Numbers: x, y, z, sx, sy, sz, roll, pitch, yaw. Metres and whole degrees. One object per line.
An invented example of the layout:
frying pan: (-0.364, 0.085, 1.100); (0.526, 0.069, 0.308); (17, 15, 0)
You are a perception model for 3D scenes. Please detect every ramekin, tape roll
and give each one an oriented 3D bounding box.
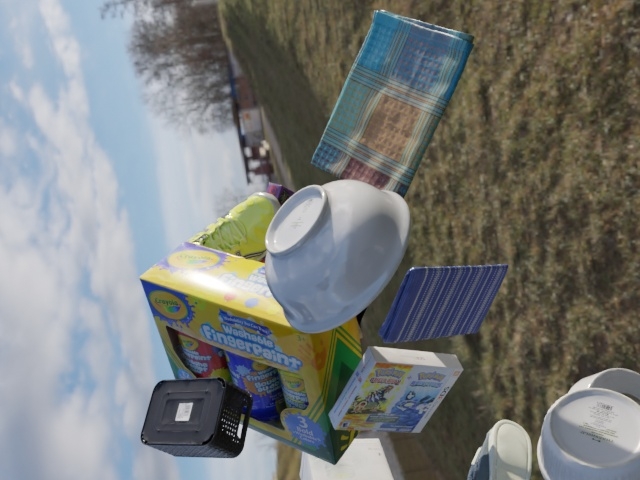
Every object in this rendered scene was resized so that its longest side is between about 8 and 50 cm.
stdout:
ramekin: (0.485, 0.357, 1.253); (0.207, 0.207, 0.109); (-101, -5, -52)
tape roll: (0.781, 0.484, 1.871); (0.100, 0.286, 0.286); (128, 138, -59)

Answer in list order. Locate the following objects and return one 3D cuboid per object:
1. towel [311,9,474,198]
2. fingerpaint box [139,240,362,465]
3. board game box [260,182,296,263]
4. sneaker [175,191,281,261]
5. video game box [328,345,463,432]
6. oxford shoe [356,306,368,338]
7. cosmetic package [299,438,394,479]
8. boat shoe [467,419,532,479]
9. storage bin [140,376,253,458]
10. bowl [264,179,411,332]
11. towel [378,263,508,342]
towel: (0.140, -0.283, 1.491); (0.271, 0.040, 0.370); (32, 102, 40)
fingerpaint box: (-0.137, 0.233, 1.533); (0.163, 0.445, 0.371); (-44, -43, -41)
board game box: (-0.119, 0.040, 1.903); (0.208, 0.056, 0.347); (22, -97, -56)
sneaker: (-0.246, 0.028, 1.723); (0.145, 0.385, 0.147); (52, -163, 8)
video game box: (0.144, 0.289, 1.369); (0.187, 0.205, 0.048); (-65, 31, 27)
oxford shoe: (0.079, 0.128, 1.884); (0.123, 0.130, 0.348); (61, -152, -46)
cosmetic package: (0.072, 0.666, 1.965); (0.224, 0.224, 0.138); (-112, 26, -64)
boat shoe: (0.314, 0.480, 1.301); (0.099, 0.116, 0.319); (-64, 0, 45)
storage bin: (-0.224, 0.321, 1.293); (0.084, 0.180, 0.122); (41, -131, -44)
bowl: (0.000, 0.000, 1.230); (0.134, 0.298, 0.298); (39, -158, -30)
towel: (0.327, 0.162, 1.902); (0.040, 0.336, 0.243); (53, 133, 44)
